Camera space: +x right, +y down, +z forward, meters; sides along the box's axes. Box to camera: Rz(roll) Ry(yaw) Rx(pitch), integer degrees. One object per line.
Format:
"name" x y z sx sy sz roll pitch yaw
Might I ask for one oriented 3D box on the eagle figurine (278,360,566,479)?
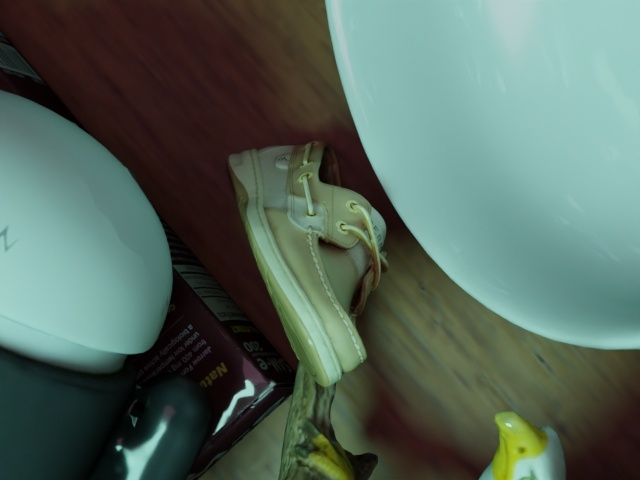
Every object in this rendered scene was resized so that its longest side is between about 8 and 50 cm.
"eagle figurine" 0.114 0.135 0.788 0.298 0.225 0.226 5 83 13

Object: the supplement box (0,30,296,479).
"supplement box" -0.136 0.020 0.917 0.130 0.073 0.239 -42 80 7

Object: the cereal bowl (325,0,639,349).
"cereal bowl" 0.150 -0.129 0.790 0.339 0.141 0.339 15 109 52

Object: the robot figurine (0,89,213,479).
"robot figurine" -0.176 0.069 0.803 0.174 0.209 0.278 33 97 35

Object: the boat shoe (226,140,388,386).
"boat shoe" 0.000 0.000 0.860 0.059 0.170 0.063 -21 124 -1
